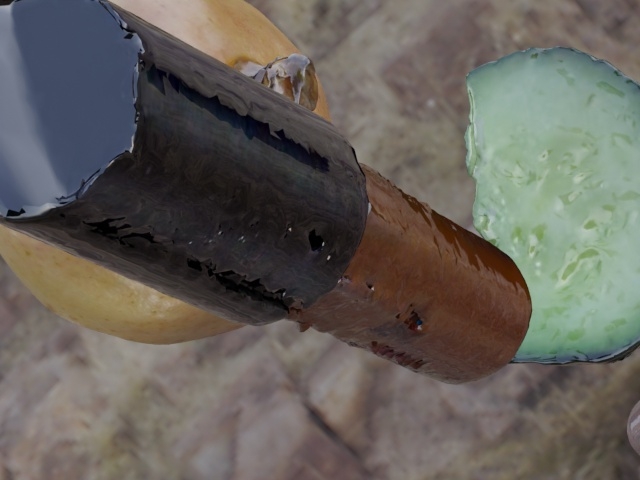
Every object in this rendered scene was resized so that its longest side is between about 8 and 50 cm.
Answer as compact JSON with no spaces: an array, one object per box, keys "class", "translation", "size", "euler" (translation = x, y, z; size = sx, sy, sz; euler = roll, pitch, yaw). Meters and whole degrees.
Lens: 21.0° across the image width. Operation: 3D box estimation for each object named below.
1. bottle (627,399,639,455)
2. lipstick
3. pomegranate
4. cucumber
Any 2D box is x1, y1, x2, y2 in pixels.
[{"class":"bottle","translation":[0.257,0.105,1.173],"size":[0.053,0.053,0.140],"euler":[-63,-1,-35]},{"class":"lipstick","translation":[0.000,0.000,0.622],"size":[0.077,0.418,0.077],"euler":[-5,78,21]},{"class":"pomegranate","translation":[-0.128,-0.075,1.476],"size":[0.338,0.338,0.338],"euler":[-34,27,20]},{"class":"cucumber","translation":[0.147,-0.012,1.022],"size":[0.191,0.191,0.130],"euler":[-39,-8,10]}]
